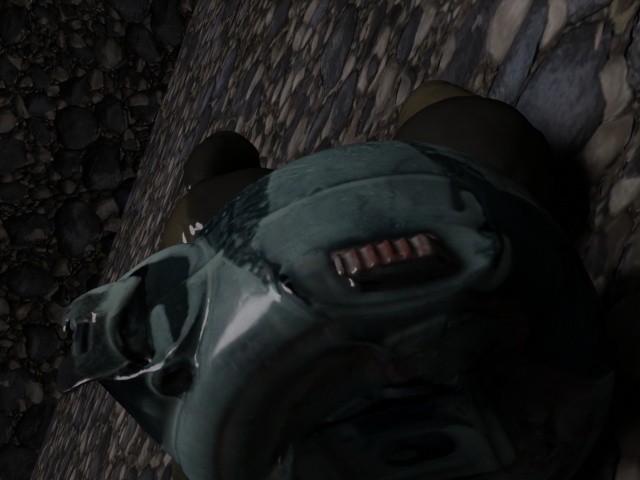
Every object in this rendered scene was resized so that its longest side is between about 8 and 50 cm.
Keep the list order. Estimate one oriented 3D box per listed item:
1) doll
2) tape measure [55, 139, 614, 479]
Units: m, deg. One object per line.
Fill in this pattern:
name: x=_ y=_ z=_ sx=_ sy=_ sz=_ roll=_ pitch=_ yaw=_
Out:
doll: x=0.023 y=0.022 z=0.882 sx=0.378 sy=0.252 sz=0.382 roll=-28 pitch=30 yaw=12
tape measure: x=0.029 y=0.079 z=0.609 sx=0.275 sy=0.256 sz=0.147 roll=-27 pitch=37 yaw=9
